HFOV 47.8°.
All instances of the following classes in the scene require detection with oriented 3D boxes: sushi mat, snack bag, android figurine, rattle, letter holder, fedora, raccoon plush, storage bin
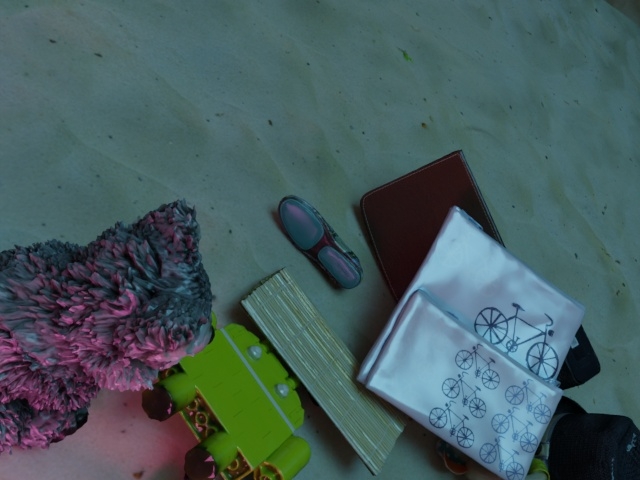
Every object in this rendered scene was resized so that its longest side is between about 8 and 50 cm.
[{"bbox_3d":[0.010,0.183,1.064,0.317,0.019,0.151,52,30,-2],"label":"sushi mat"},{"bbox_3d":[0.264,0.164,1.153,0.323,0.037,0.343,36,70,-11],"label":"snack bag"},{"bbox_3d":[-0.106,0.194,0.909,0.248,0.056,0.273,54,22,9],"label":"android figurine"},{"bbox_3d":[0.272,0.414,1.209,0.199,0.143,0.130,3,31,-25],"label":"rattle"},{"bbox_3d":[0.222,0.022,1.324,0.302,0.214,0.152,67,11,6],"label":"letter holder"},{"bbox_3d":[0.517,0.431,1.334,0.334,0.152,0.334,22,53,-33],"label":"fedora"},{"bbox_3d":[-0.310,0.079,0.663,0.446,0.299,0.216,-1,68,-43],"label":"raccoon plush"},{"bbox_3d":[0.481,0.210,1.483,0.122,0.084,0.180,-12,74,-46],"label":"storage bin"}]

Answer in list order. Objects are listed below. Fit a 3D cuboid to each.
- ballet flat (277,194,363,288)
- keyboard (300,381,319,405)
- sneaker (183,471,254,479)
[{"bbox_3d":[0.000,0.000,1.185,0.188,0.070,0.070,52,42,-9],"label":"ballet flat"},{"bbox_3d":[-0.007,0.192,1.085,0.180,0.023,0.108,45,37,-13],"label":"keyboard"},{"bbox_3d":[-0.113,0.354,0.846,0.132,0.086,0.229,40,44,-22],"label":"sneaker"}]
